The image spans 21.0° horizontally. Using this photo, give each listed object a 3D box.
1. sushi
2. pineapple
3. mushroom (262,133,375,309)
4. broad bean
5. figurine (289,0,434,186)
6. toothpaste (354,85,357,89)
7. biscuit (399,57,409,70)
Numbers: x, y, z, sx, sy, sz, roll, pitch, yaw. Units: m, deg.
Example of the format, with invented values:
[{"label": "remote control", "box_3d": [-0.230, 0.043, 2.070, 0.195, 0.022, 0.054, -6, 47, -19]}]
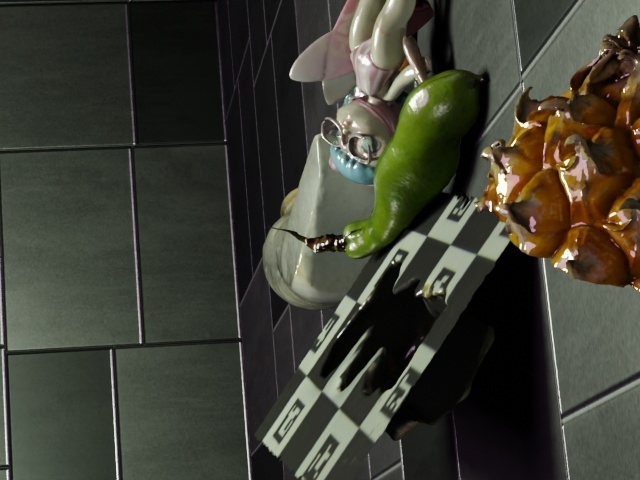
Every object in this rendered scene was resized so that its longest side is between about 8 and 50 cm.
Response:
[{"label": "sushi", "box_3d": [0.091, 0.107, 1.538, 0.296, 0.100, 0.373, -56, 12, -4]}, {"label": "pineapple", "box_3d": [0.162, -0.069, 0.973, 0.250, 0.139, 0.164, -102, 14, -59]}, {"label": "mushroom", "box_3d": [0.000, 0.000, 2.035, 0.397, 0.126, 0.177, 134, 139, -79]}, {"label": "broad bean", "box_3d": [0.068, -0.060, 1.591, 0.318, 0.098, 0.056, -45, 34, 47]}, {"label": "figurine", "box_3d": [0.079, -0.159, 1.645, 0.205, 0.103, 0.260, 27, 125, 37]}, {"label": "toothpaste", "box_3d": [0.057, -0.169, 1.900, 0.043, 0.037, 0.179, 112, 154, -61]}, {"label": "biscuit", "box_3d": [0.084, -0.222, 1.778, 0.078, 0.015, 0.091, -109, 19, -65]}]
